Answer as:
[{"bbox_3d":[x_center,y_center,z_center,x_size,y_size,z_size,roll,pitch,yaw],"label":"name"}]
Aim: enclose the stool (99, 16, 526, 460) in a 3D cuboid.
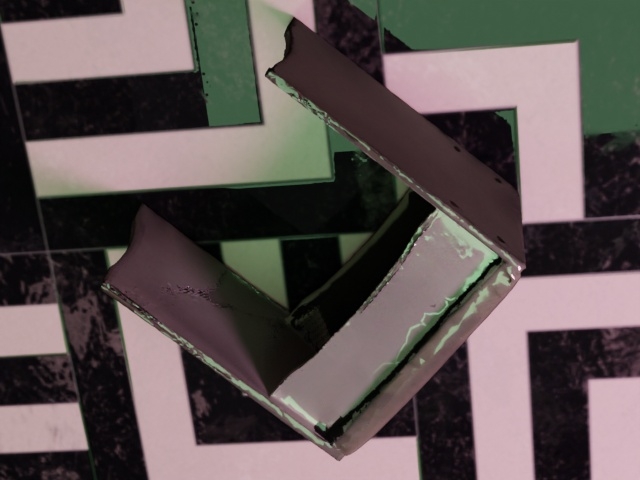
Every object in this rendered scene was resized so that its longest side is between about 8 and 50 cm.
[{"bbox_3d":[0.000,0.000,1.149,0.270,0.170,0.243,36,112,-10],"label":"stool"}]
